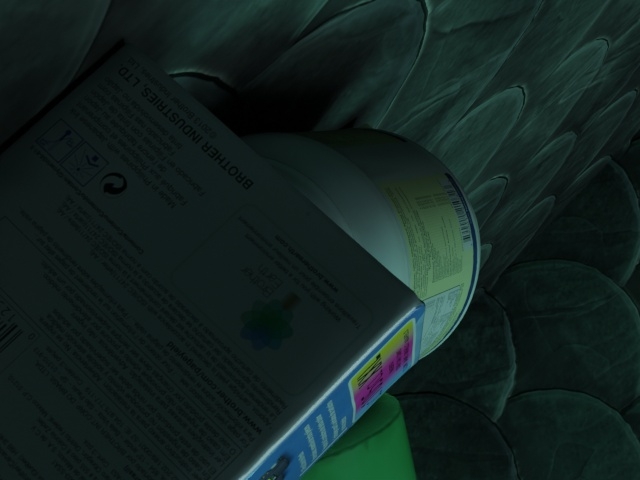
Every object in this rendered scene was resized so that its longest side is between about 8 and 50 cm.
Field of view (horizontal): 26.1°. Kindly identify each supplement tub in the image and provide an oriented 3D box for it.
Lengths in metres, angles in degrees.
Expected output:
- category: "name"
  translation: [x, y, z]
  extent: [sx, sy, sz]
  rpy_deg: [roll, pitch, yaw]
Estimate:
- category: "supplement tub"
  translation: [-0.012, 0.022, 1.186]
  extent: [0.235, 0.235, 0.325]
  rpy_deg: [-51, 166, 18]

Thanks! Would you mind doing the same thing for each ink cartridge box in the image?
- category: "ink cartridge box"
  translation: [-0.165, 0.107, 0.869]
  extent: [0.395, 0.270, 0.151]
  rpy_deg: [-44, 162, -14]

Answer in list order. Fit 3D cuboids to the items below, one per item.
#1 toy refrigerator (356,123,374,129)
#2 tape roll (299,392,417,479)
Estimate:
- category: "toy refrigerator"
  translation: [0.000, 0.000, 1.490]
  extent: [0.102, 0.094, 0.269]
  rpy_deg: [-30, 159, -33]
- category: "tape roll"
  translation: [-0.082, 0.202, 1.158]
  extent: [0.321, 0.077, 0.321]
  rpy_deg: [-12, -174, 1]
